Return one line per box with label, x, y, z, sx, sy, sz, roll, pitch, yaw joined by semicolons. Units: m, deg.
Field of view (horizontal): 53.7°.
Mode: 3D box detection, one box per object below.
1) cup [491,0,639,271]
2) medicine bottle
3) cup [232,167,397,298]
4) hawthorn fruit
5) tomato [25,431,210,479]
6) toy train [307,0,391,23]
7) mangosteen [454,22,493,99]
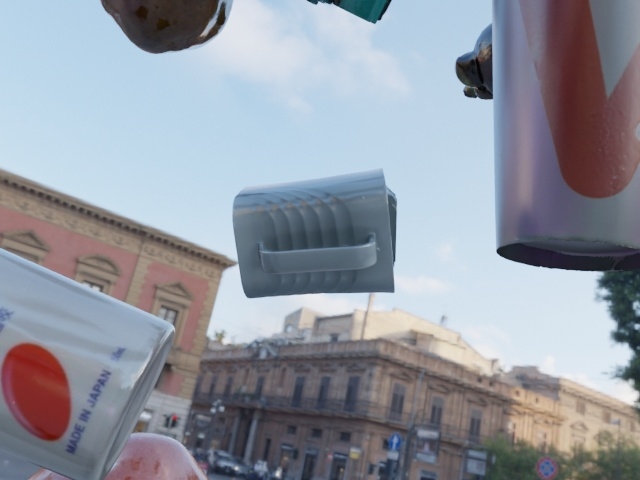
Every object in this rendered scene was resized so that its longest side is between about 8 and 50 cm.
cup;0.241;-0.124;0.576;0.203;0.288;0.203;8;-10;1
medicine bottle;-0.289;0.052;0.460;0.341;0.130;0.130;25;-20;-3
cup;0.000;0.000;0.508;0.130;0.095;0.128;-6;15;5
hawthorn fruit;-0.221;-0.414;0.974;0.208;0.207;0.248;22;-36;-26
tomato;-0.309;0.447;0.949;0.342;0.272;0.341;7;-54;9
toy train;0.043;-0.429;1.044;0.155;0.107;0.198;21;22;-13
mangosteen;0.353;-0.338;1.209;0.184;0.172;0.172;-23;-31;17
